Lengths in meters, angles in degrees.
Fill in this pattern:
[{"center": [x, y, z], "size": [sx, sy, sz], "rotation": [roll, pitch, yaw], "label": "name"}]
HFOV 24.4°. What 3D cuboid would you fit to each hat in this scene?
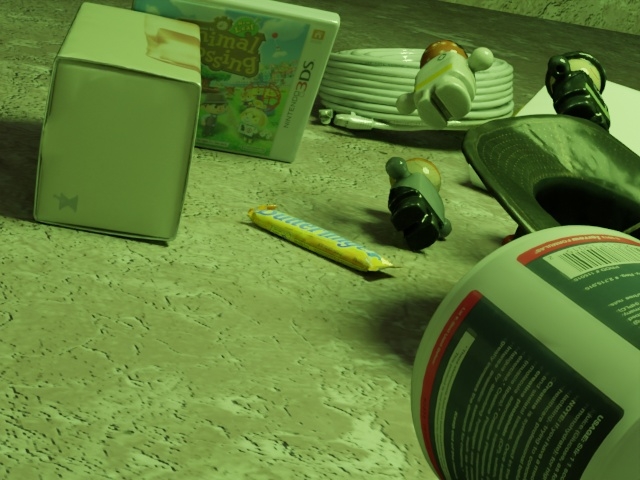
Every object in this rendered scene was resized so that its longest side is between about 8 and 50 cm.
[{"center": [0.239, 0.035, 1.220], "size": [0.331, 0.134, 0.331], "rotation": [21, 30, -13], "label": "hat"}]

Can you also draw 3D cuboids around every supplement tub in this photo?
[{"center": [0.183, 0.119, 0.796], "size": [0.191, 0.191, 0.272], "rotation": [5, 18, -24], "label": "supplement tub"}]

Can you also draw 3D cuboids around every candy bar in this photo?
[{"center": [0.000, 0.000, 1.359], "size": [0.161, 0.018, 0.040], "rotation": [25, 20, 32], "label": "candy bar"}]

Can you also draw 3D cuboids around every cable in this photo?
[{"center": [0.125, -0.202, 1.937], "size": [0.257, 0.089, 0.257], "rotation": [2, 13, -1], "label": "cable"}]

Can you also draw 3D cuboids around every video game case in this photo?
[{"center": [-0.106, -0.176, 1.571], "size": [0.212, 0.193, 0.023], "rotation": [9, 41, -13], "label": "video game case"}]

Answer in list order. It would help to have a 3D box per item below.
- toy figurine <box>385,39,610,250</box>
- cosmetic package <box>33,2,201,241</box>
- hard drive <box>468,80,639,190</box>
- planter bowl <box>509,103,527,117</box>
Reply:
[{"center": [0.172, -0.089, 1.444], "size": [0.210, 0.213, 0.148], "rotation": [9, 28, 2], "label": "toy figurine"}, {"center": [-0.182, -0.119, 1.381], "size": [0.129, 0.153, 0.296], "rotation": [10, 18, -7], "label": "cosmetic package"}, {"center": [0.351, -0.085, 1.680], "size": [0.308, 0.040, 0.203], "rotation": [25, 57, 35], "label": "hard drive"}, {"center": [0.299, -0.120, 1.854], "size": [0.217, 0.090, 0.217], "rotation": [12, 17, -4], "label": "planter bowl"}]
